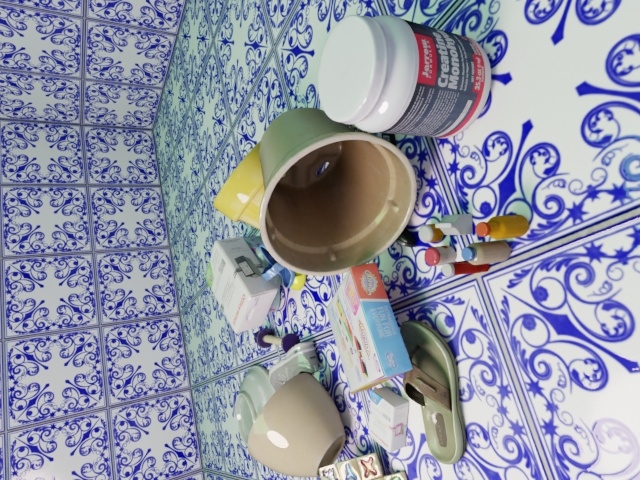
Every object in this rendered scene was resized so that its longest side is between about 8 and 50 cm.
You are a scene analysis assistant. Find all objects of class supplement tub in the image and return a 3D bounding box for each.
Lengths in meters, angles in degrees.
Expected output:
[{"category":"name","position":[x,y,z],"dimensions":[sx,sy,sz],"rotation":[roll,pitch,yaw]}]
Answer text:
[{"category":"supplement tub","position":[0.153,-0.290,0.781],"dimensions":[0.191,0.272,0.191],"rotation":[11,103,57]}]

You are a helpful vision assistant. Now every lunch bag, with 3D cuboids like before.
[{"category":"lunch bag","position":[-0.230,0.134,1.616],"dimensions":[0.224,0.107,0.279],"rotation":[22,115,49]}]

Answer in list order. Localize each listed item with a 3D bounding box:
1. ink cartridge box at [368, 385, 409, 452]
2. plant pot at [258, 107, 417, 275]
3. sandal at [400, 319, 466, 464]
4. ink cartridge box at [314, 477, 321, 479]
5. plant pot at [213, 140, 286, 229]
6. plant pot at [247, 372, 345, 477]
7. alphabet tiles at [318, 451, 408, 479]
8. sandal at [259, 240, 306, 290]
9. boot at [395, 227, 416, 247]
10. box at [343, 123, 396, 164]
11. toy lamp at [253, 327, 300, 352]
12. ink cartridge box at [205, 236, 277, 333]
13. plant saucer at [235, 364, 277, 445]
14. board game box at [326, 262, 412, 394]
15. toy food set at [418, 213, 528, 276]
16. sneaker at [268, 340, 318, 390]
[{"category":"ink cartridge box","position":[0.166,0.438,1.055],"dimensions":[0.088,0.052,0.123],"rotation":[19,108,57]},{"category":"plant pot","position":[-0.005,-0.144,0.971],"dimensions":[0.305,0.333,0.334],"rotation":[-118,38,-48]},{"category":"sandal","position":[0.228,0.318,0.905],"dimensions":[0.120,0.086,0.303],"rotation":[-29,68,56]},{"category":"ink cartridge box","position":[0.070,0.818,1.181],"dimensions":[0.226,0.131,0.306],"rotation":[-47,56,50]},{"category":"plant pot","position":[-0.139,-0.127,1.248],"dimensions":[0.254,0.239,0.254],"rotation":[-51,8,10]},{"category":"plant pot","position":[-0.040,0.559,1.236],"dimensions":[0.191,0.284,0.284],"rotation":[28,119,31]},{"category":"alphabet tiles","position":[0.115,0.721,1.050],"dimensions":[0.285,0.011,0.343],"rotation":[-25,67,18]},{"category":"sandal","position":[-0.140,0.013,1.431],"dimensions":[0.126,0.138,0.318],"rotation":[-34,63,57]},{"category":"boot","position":[0.185,-0.052,0.980],"dimensions":[0.121,0.045,0.099],"rotation":[43,123,46]},{"category":"box","position":[0.109,-0.318,1.068],"dimensions":[0.159,0.044,0.233],"rotation":[-11,84,59]},{"category":"toy lamp","position":[-0.172,0.365,1.578],"dimensions":[0.274,0.080,0.080],"rotation":[-15,81,58]},{"category":"ink cartridge box","position":[-0.284,0.153,1.504],"dimensions":[0.273,0.114,0.198],"rotation":[51,133,31]},{"category":"plant saucer","position":[-0.265,0.721,1.753],"dimensions":[0.400,0.100,0.401],"rotation":[13,105,58]},{"category":"board game box","position":[0.100,0.225,1.034],"dimensions":[0.316,0.064,0.242],"rotation":[111,146,-64]},{"category":"toy food set","position":[0.255,0.007,0.807],"dimensions":[0.232,0.104,0.111],"rotation":[3,96,58]},{"category":"sneaker","position":[-0.092,0.447,1.429],"dimensions":[0.281,0.105,0.115],"rotation":[-59,46,43]}]
